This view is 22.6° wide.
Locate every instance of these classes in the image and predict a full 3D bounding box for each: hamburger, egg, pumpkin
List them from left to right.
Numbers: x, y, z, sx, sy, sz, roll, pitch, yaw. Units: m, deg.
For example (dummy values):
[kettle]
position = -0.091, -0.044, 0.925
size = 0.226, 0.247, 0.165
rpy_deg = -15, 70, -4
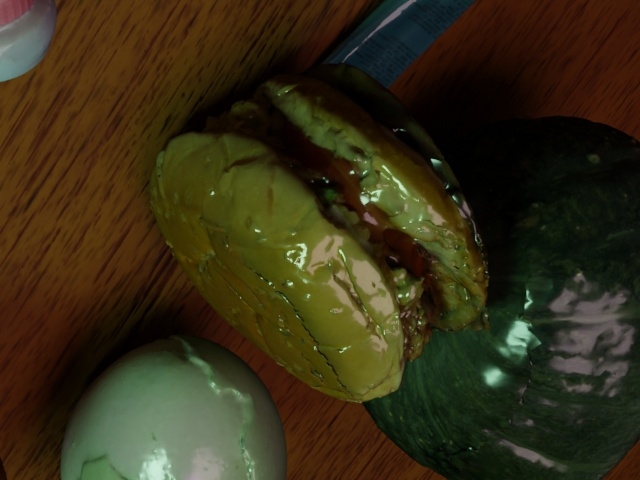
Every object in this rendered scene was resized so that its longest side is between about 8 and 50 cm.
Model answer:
[egg]
position = -0.115, 0.168, 1.273
size = 0.183, 0.183, 0.217
rpy_deg = -15, 130, -35
[hamburger]
position = 0.000, 0.000, 1.155
size = 0.163, 0.244, 0.244
rpy_deg = -34, 145, -19
[pumpkin]
position = 0.163, 0.047, 1.329
size = 0.257, 0.291, 0.328
rpy_deg = 7, 114, -39

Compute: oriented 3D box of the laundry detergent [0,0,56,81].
[laundry detergent]
position = -0.190, -0.220, 0.818
size = 0.088, 0.159, 0.335
rpy_deg = 5, 143, 1

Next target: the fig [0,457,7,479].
[fig]
position = -0.309, 0.173, 1.097
size = 0.205, 0.205, 0.205
rpy_deg = -26, 143, -22

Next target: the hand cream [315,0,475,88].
[hand cream]
position = 0.074, -0.171, 1.221
size = 0.224, 0.048, 0.083
rpy_deg = -44, 146, 13
